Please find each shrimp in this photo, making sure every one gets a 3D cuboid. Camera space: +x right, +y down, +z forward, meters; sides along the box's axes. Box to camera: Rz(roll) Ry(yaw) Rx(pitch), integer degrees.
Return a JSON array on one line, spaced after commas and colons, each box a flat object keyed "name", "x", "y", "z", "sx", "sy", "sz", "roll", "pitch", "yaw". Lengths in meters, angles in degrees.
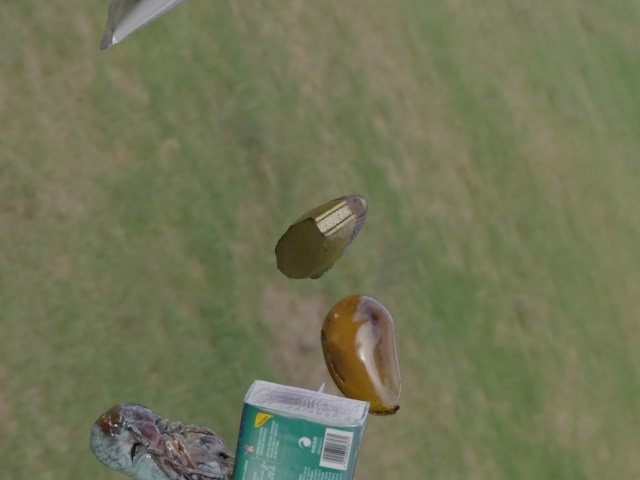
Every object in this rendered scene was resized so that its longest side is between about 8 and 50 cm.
[{"name": "shrimp", "x": -0.141, "y": 0.228, "z": 1.920, "sx": 0.233, "sy": 0.079, "sz": 0.090, "roll": 20, "pitch": 20, "yaw": -29}]

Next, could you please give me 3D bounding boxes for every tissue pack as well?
[{"name": "tissue pack", "x": -0.017, "y": 0.158, "z": 1.252, "sx": 0.079, "sy": 0.085, "sz": 0.111, "roll": -59, "pitch": 160, "yaw": -73}]

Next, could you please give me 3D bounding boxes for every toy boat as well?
[{"name": "toy boat", "x": 0.000, "y": 0.000, "z": 1.461, "sx": 0.047, "sy": 0.049, "sz": 0.149, "roll": 58, "pitch": -23, "yaw": 6}]

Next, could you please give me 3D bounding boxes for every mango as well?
[{"name": "mango", "x": 0.041, "y": 0.115, "z": 1.763, "sx": 0.063, "sy": 0.077, "sz": 0.127, "roll": -3, "pitch": 71, "yaw": -48}]

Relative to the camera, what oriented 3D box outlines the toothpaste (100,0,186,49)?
[{"name": "toothpaste", "x": -0.046, "y": -0.257, "z": 1.408, "sx": 0.066, "sy": 0.323, "sz": 0.100, "roll": 48, "pitch": 19, "yaw": -26}]
